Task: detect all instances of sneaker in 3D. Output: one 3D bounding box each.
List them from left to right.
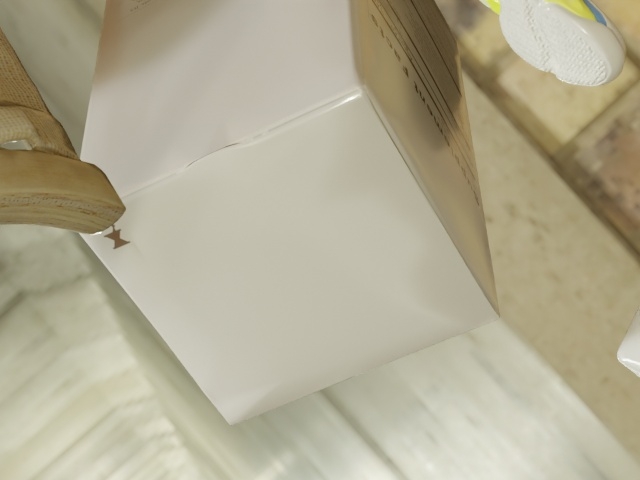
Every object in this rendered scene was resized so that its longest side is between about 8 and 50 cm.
[{"bbox_3d":[0.172,-0.221,1.286,0.126,0.240,0.091,-36,-29,-20],"label":"sneaker"}]

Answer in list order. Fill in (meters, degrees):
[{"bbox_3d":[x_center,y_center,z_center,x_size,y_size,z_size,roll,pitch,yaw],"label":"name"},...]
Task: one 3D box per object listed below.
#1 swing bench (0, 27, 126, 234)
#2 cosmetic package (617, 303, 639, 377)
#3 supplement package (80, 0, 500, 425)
[{"bbox_3d":[-0.239,-0.025,0.597,0.165,0.253,0.254,0,-43,-46],"label":"swing bench"},{"bbox_3d":[0.415,0.056,0.864,0.161,0.453,0.230,35,-100,-48],"label":"cosmetic package"},{"bbox_3d":[-0.018,-0.070,0.983,0.177,0.175,0.293,-23,34,16],"label":"supplement package"}]
